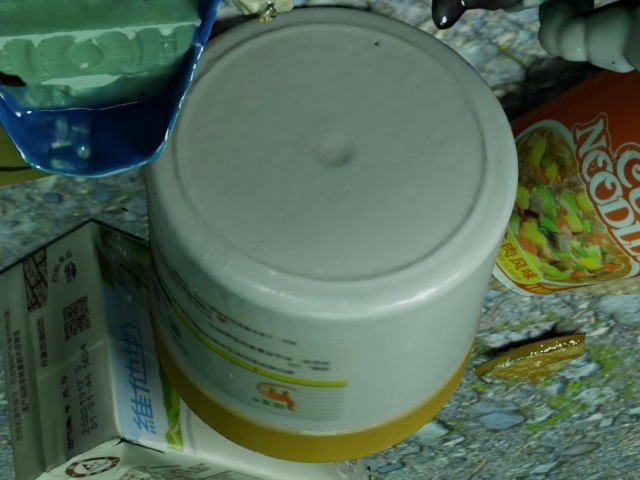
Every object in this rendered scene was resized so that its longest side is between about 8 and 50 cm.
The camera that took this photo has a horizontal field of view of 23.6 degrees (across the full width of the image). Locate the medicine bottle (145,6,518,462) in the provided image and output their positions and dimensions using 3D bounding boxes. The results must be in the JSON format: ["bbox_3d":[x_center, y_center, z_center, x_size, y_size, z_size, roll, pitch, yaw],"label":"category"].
[{"bbox_3d":[0.000,0.000,1.037,0.238,0.238,0.232,-7,150,-7],"label":"medicine bottle"}]

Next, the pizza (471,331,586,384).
[{"bbox_3d":[0.218,0.127,1.593,0.123,0.026,0.108,-16,155,4],"label":"pizza"}]

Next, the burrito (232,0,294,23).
[{"bbox_3d":[-0.048,-0.187,0.885,0.045,0.041,0.185,27,161,19],"label":"burrito"}]

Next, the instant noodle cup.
[{"bbox_3d":[0.220,-0.051,1.112,0.212,0.193,0.193,-22,152,39],"label":"instant noodle cup"}]

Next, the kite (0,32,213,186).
[{"bbox_3d":[-0.211,-0.095,1.022,0.378,0.013,0.327,9,147,-39],"label":"kite"}]

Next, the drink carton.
[{"bbox_3d":[-0.110,0.133,1.300,0.132,0.194,0.324,-29,147,27],"label":"drink carton"}]

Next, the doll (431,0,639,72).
[{"bbox_3d":[0.194,-0.162,0.889,0.195,0.153,0.258,37,127,-20],"label":"doll"}]

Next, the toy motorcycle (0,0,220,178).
[{"bbox_3d":[-0.109,-0.144,0.670,0.191,0.199,0.326,-6,164,-6],"label":"toy motorcycle"}]

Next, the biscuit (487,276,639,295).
[{"bbox_3d":[0.143,0.003,1.296,0.379,0.054,0.094,2,150,-24],"label":"biscuit"}]
